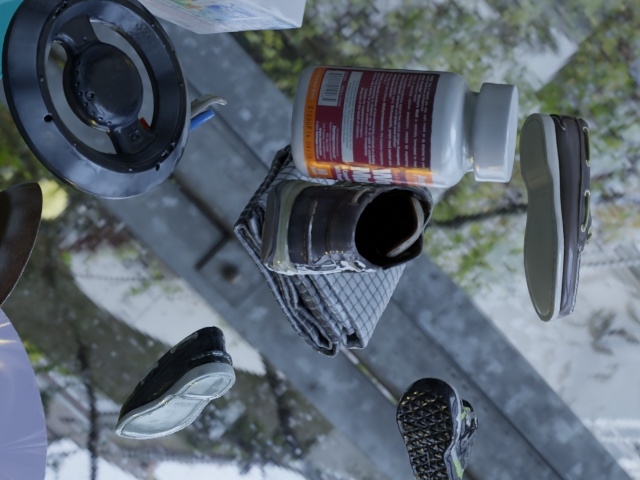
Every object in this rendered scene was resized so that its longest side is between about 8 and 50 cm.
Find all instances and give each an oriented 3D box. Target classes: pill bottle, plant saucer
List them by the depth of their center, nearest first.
[{"bbox_3d":[0.089,-0.117,1.287,0.221,0.121,0.121,5,-142,13],"label":"pill bottle"},{"bbox_3d":[-0.437,0.006,1.668,0.198,0.036,0.198,-37,-140,39],"label":"plant saucer"}]

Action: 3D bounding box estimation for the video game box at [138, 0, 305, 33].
[{"bbox_3d":[-0.152,-0.295,1.447,0.187,0.205,0.048,9,-95,43],"label":"video game box"}]

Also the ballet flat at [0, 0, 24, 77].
[{"bbox_3d":[-0.377,-0.361,1.486,0.409,0.147,0.147,-56,-164,18],"label":"ballet flat"}]

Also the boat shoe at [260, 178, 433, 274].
[{"bbox_3d":[0.064,-0.011,1.448,0.130,0.132,0.355,10,-167,27],"label":"boat shoe"}]

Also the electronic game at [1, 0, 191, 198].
[{"bbox_3d":[-0.220,-0.154,1.249,0.048,0.229,0.229,-13,-146,41],"label":"electronic game"}]

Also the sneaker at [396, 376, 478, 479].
[{"bbox_3d":[0.154,0.230,1.583,0.084,0.234,0.097,21,-126,22],"label":"sneaker"}]

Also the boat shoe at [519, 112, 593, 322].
[{"bbox_3d":[0.375,-0.036,1.925,0.116,0.097,0.324,162,-73,-69],"label":"boat shoe"}]

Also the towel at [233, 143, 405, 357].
[{"bbox_3d":[0.000,0.000,1.881,0.121,0.283,0.235,-16,-152,37],"label":"towel"}]

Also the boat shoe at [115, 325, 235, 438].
[{"bbox_3d":[-0.238,0.237,2.013,0.302,0.114,0.091,-34,-127,37],"label":"boat shoe"}]

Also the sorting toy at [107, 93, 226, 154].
[{"bbox_3d":[-0.241,-0.178,1.870,0.196,0.047,0.348,-32,-169,-3],"label":"sorting toy"}]

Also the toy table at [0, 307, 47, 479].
[{"bbox_3d":[-0.354,0.178,1.075,0.161,0.252,0.274,-35,-146,19],"label":"toy table"}]
